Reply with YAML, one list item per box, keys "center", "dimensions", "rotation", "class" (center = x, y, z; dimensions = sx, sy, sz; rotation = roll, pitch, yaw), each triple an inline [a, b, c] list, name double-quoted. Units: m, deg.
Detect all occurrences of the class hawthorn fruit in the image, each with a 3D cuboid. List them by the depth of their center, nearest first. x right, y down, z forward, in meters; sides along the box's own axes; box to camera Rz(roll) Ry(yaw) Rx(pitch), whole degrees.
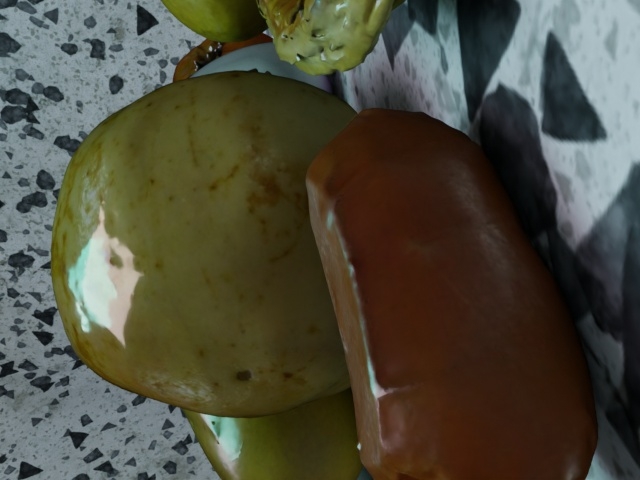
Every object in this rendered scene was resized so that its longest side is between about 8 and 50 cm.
- center: [-0.111, -0.204, 1.051]
  dimensions: [0.225, 0.196, 0.197]
  rotation: [51, -164, -52]
  class: "hawthorn fruit"

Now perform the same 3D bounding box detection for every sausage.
- center: [0.068, 0.034, 0.400]
  dimensions: [0.133, 0.133, 0.258]
  rotation: [93, 165, -56]
  class: "sausage"

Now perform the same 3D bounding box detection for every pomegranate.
- center: [-0.074, -0.008, 0.645]
  dimensions: [0.342, 0.342, 0.343]
  rotation: [168, 90, -80]
  class: "pomegranate"

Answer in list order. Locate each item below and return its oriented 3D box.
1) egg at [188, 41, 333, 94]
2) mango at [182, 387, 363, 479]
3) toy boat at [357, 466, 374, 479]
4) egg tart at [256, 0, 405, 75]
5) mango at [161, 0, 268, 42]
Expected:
- center: [-0.095, -0.121, 0.847]
  dimensions: [0.271, 0.196, 0.196]
  rotation: [-24, 76, 44]
  class: "egg"
- center: [-0.075, 0.168, 0.945]
  dimensions: [0.300, 0.232, 0.446]
  rotation: [35, -159, -41]
  class: "mango"
- center: [0.039, 0.387, 1.047]
  dimensions: [0.290, 0.100, 0.199]
  rotation: [-113, 14, -50]
  class: "toy boat"
- center: [0.014, -0.245, 0.413]
  dimensions: [0.290, 0.115, 0.290]
  rotation: [168, 90, -78]
  class: "egg tart"
- center: [-0.112, -0.396, 0.619]
  dimensions: [0.301, 0.220, 0.445]
  rotation: [104, 150, -87]
  class: "mango"
